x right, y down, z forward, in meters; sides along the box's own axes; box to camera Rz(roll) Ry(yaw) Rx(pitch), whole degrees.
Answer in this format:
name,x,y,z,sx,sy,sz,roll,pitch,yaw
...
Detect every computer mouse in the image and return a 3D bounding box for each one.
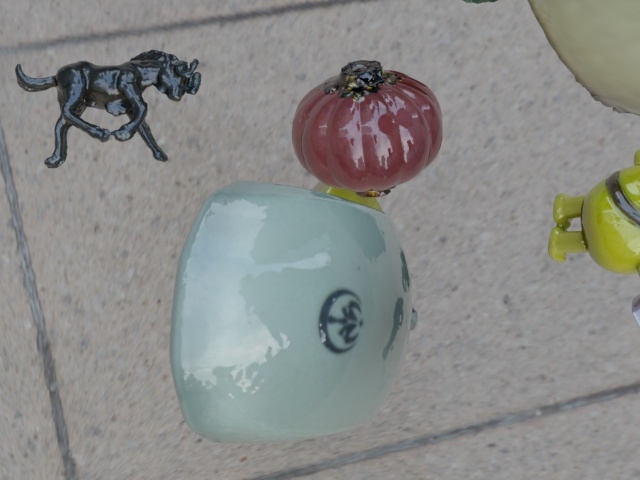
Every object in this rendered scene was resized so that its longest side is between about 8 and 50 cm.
name,x,y,z,sx,sy,sz,roll,pitch,yaw
computer mouse,0.006,0.029,0.461,0.056,0.181,0.089,9,90,20

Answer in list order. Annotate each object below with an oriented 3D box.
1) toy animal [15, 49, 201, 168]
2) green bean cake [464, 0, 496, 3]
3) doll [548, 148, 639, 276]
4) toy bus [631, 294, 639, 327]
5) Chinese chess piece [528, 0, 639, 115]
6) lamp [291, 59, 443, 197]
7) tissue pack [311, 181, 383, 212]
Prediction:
name,x,y,z,sx,sy,sz,roll,pitch,yaw
toy animal,-0.267,-0.176,1.581,0.232,0.084,0.148,-2,66,0
green bean cake,0.213,-0.403,1.349,0.169,0.308,0.300,36,31,3
doll,0.473,-0.042,1.749,0.145,0.363,0.200,18,74,-40
toy bus,0.217,0.084,0.684,0.052,0.037,0.131,-26,93,21
Chinese chess piece,0.182,-0.192,0.623,0.270,0.112,0.270,17,69,-49
lamp,0.033,-0.078,0.872,0.107,0.107,0.092,-15,117,-15
tissue pack,0.000,0.000,1.649,0.127,0.178,0.123,48,37,-15
